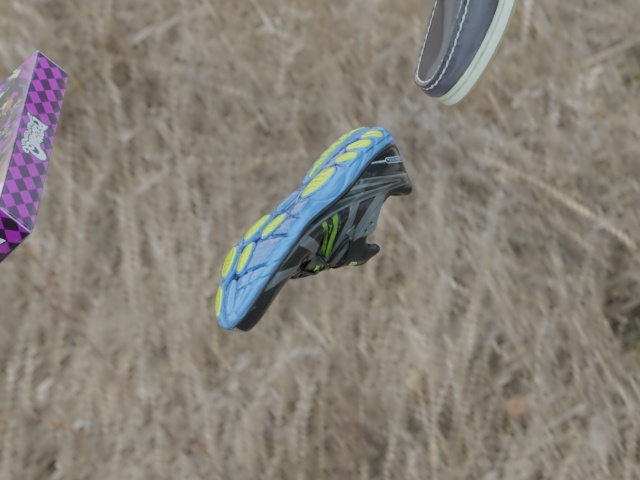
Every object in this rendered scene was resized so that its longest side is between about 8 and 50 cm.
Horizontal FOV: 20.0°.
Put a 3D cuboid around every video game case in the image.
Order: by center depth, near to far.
[{"bbox_3d":[-0.298,-0.024,1.474,0.210,0.042,0.232,-38,28,25],"label":"video game case"}]

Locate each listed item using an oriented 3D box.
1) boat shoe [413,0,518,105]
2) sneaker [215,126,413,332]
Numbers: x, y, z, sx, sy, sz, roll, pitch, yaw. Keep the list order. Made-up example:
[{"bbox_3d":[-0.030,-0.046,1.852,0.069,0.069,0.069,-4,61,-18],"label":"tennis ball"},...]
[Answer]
[{"bbox_3d":[0.120,-0.251,1.446,0.103,0.092,0.285,-128,54,-65],"label":"boat shoe"},{"bbox_3d":[0.000,0.000,1.290,0.188,0.078,0.067,-46,22,-22],"label":"sneaker"}]
